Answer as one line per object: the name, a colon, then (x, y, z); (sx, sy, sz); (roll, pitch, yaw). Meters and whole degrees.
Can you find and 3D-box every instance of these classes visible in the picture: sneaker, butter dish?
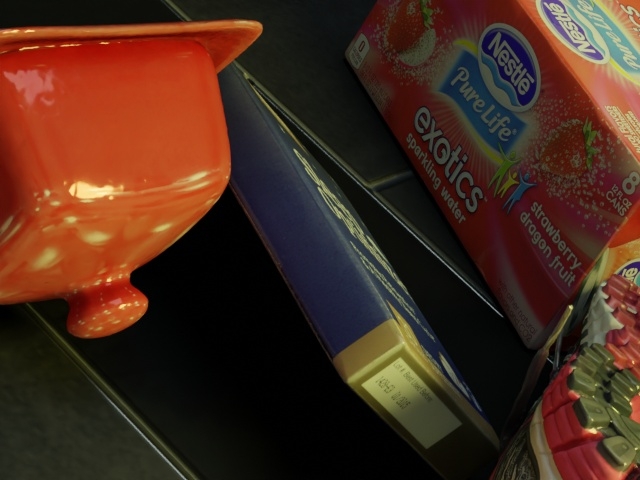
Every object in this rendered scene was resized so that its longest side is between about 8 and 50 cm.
sneaker: (0.135, 0.097, 0.815); (0.121, 0.112, 0.299); (42, 20, 13)
butter dish: (-0.107, -0.016, 0.743); (0.160, 0.160, 0.118); (-8, 74, -45)

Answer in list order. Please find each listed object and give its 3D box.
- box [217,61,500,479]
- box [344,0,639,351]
box: (0.000, 0.000, 0.828); (0.225, 0.036, 0.136); (57, 5, 35)
box: (0.136, -0.068, 1.009); (0.122, 0.128, 0.257); (5, 42, -36)
